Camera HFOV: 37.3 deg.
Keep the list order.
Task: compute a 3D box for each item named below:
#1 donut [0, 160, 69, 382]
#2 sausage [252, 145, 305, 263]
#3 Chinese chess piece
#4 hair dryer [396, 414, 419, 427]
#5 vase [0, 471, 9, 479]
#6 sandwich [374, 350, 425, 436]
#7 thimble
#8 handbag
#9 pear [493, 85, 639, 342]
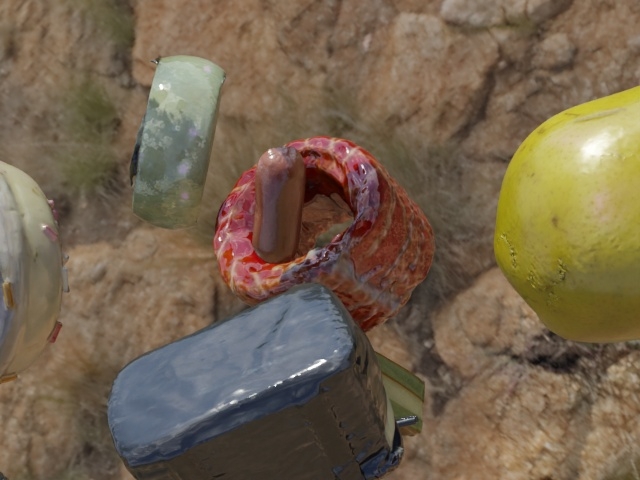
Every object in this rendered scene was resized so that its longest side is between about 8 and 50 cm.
[{"bbox_3d":[-0.529,0.051,1.510,0.382,0.142,0.382,-1,89,49],"label":"donut"},{"bbox_3d":[-0.061,-0.049,1.400,0.077,0.194,0.077,4,30,-2],"label":"sausage"},{"bbox_3d":[-0.287,-0.196,1.892,0.146,0.349,0.349,10,65,-7],"label":"Chinese chess piece"},{"bbox_3d":[0.096,0.258,1.331,0.083,0.026,0.047,-16,16,4],"label":"hair dryer"},{"bbox_3d":[-0.583,0.386,1.586,0.115,0.237,0.115,-39,11,9],"label":"vase"},{"bbox_3d":[0.067,0.270,1.627,0.144,0.187,0.117,-28,40,40],"label":"sandwich"},{"bbox_3d":[0.000,0.000,1.629,0.350,0.230,0.350,-21,49,26],"label":"thimble"},{"bbox_3d":[-0.059,0.171,0.901,0.254,0.181,0.181,-25,34,-3],"label":"handbag"},{"bbox_3d":[0.360,-0.033,1.059,0.336,0.285,0.285,-17,57,22],"label":"pear"}]
